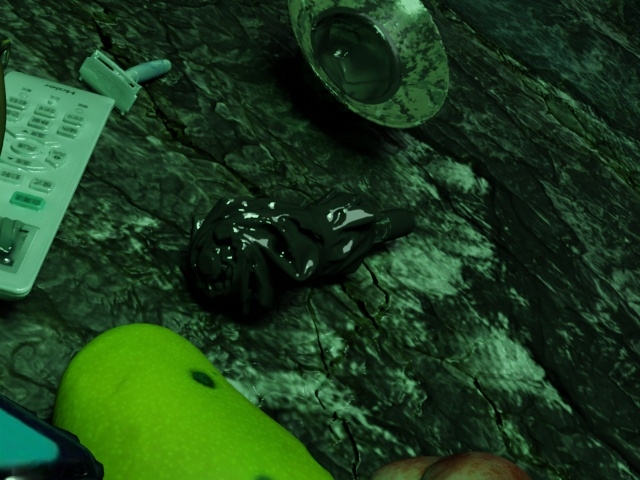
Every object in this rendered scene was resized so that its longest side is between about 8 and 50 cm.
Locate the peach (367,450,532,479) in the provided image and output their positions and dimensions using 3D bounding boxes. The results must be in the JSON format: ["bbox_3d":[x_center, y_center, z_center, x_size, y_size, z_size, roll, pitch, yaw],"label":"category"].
[{"bbox_3d":[0.108,0.229,0.811,0.152,0.152,0.152,26,34,-19],"label":"peach"}]

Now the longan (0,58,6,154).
[{"bbox_3d":[-0.338,-0.082,0.603,0.318,0.319,0.319,26,34,-19],"label":"longan"}]

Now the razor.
[{"bbox_3d":[-0.198,-0.181,1.122,0.068,0.040,0.135,40,27,3],"label":"razor"}]

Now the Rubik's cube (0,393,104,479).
[{"bbox_3d":[-0.269,0.170,0.396,0.250,0.248,0.246,34,30,-6],"label":"Rubik's cube"}]

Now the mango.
[{"bbox_3d":[-0.085,0.166,0.697,0.175,0.143,0.293,4,36,-45],"label":"mango"}]

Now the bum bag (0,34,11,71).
[{"bbox_3d":[-0.327,-0.110,0.857,0.106,0.060,0.233,-6,38,3],"label":"bum bag"}]

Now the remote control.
[{"bbox_3d":[-0.257,-0.054,0.879,0.103,0.051,0.293,15,37,-6],"label":"remote control"}]

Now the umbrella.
[{"bbox_3d":[0.000,0.000,1.035,0.118,0.118,0.340,50,29,19],"label":"umbrella"}]

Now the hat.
[{"bbox_3d":[0.036,-0.225,1.325,0.265,0.128,0.266,18,51,-24],"label":"hat"}]
